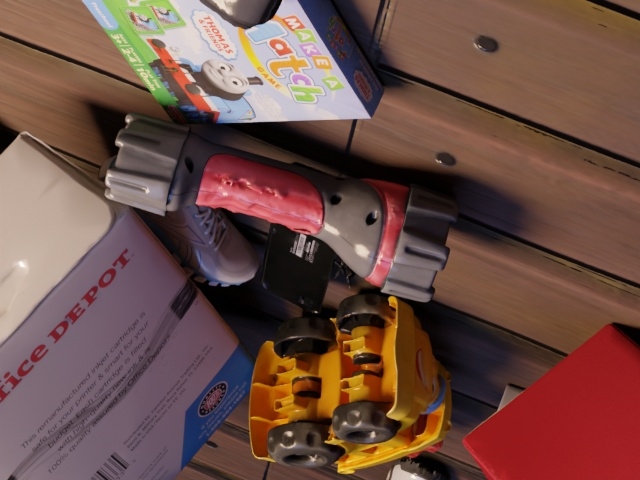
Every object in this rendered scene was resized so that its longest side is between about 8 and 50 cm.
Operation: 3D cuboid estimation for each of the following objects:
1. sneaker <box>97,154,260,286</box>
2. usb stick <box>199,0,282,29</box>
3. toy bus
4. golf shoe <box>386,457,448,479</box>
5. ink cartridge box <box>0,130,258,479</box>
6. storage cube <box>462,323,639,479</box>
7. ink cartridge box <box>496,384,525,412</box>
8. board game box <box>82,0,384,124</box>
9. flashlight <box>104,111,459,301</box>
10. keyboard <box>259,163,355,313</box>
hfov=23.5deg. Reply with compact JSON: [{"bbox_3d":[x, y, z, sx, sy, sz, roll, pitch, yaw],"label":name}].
[{"bbox_3d":[-0.126,-0.024,1.512,0.191,0.071,0.083,38,142,-22],"label":"sneaker"},{"bbox_3d":[-0.024,-0.251,1.063,0.077,0.045,0.278,32,142,-2],"label":"usb stick"},{"bbox_3d":[0.065,0.169,1.615,0.211,0.149,0.220,25,145,-34],"label":"toy bus"},{"bbox_3d":[0.101,0.336,1.892,0.077,0.094,0.198,24,149,3],"label":"golf shoe"},{"bbox_3d":[-0.259,0.121,1.536,0.166,0.285,0.395,35,167,30],"label":"ink cartridge box"},{"bbox_3d":[0.281,0.231,1.434,0.193,0.215,0.183,45,169,43],"label":"storage cube"},{"bbox_3d":[0.285,0.223,1.624,0.207,0.046,0.097,17,150,12],"label":"ink cartridge box"},{"bbox_3d":[-0.073,-0.163,1.279,0.212,0.039,0.160,0,142,34],"label":"board game box"},{"bbox_3d":[-0.036,-0.031,1.356,0.304,0.103,0.103,15,163,-3],"label":"flashlight"},{"bbox_3d":[0.000,0.000,1.496,0.100,0.038,0.192,28,143,10],"label":"keyboard"}]
